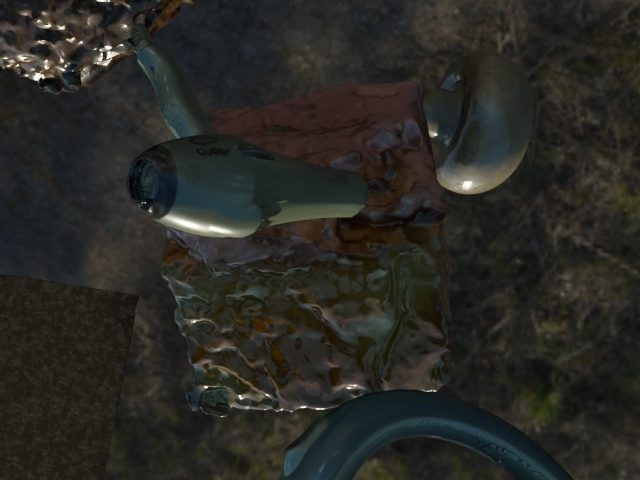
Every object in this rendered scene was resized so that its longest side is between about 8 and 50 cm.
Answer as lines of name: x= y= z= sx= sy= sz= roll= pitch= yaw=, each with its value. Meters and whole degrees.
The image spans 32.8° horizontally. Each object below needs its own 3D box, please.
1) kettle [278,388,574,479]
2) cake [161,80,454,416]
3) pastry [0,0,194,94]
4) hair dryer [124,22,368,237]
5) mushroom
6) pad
kettle: x=0.086 y=0.290 z=0.890 sx=0.342 sy=0.319 sz=0.247 roll=18 pitch=167 yaw=-20
cake: x=0.000 y=0.000 z=1.233 sx=0.314 sy=0.306 sz=0.293 roll=-3 pitch=124 yaw=11
pastry: x=-0.339 y=-0.408 z=1.548 sx=0.338 sy=0.292 sz=0.405 roll=16 pitch=117 yaw=-18
hair dryer: x=-0.062 y=-0.078 z=0.925 sx=0.219 sy=0.224 sz=0.088 roll=20 pitch=127 yaw=-28
mushroom: x=0.190 y=-0.169 z=1.508 sx=0.204 sy=0.204 sz=0.204 roll=16 pitch=146 yaw=11
pad: x=-0.234 y=0.129 z=0.817 sx=0.158 sy=0.234 sz=0.003 roll=9 pitch=146 yaw=-5
